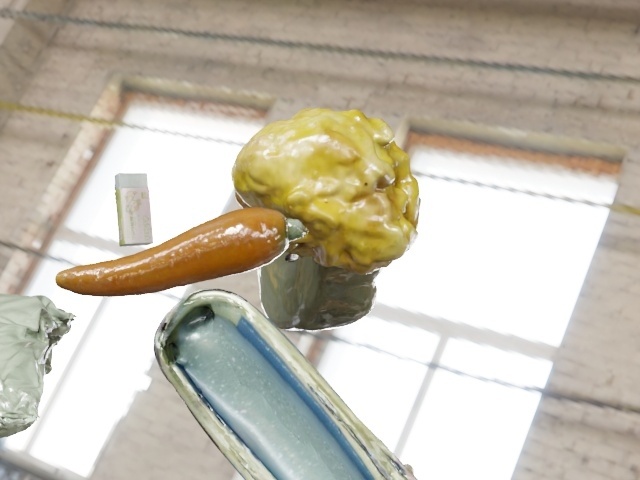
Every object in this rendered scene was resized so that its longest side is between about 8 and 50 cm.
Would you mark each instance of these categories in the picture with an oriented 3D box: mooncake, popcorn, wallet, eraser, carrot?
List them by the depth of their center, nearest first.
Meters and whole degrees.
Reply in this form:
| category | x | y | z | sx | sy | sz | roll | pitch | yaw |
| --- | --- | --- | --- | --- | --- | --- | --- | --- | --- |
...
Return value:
| category | x | y | z | sx | sy | sz | roll | pitch | yaw |
| --- | --- | --- | --- | --- | --- | --- | --- | --- | --- |
| wallet | -0.006 | 0.104 | 0.558 | 0.141 | 0.059 | 0.202 | 48 | -10 | 16 |
| carrot | -0.076 | 0.009 | 0.630 | 0.142 | 0.035 | 0.035 | -15 | -25 | -2 |
| eraser | -0.213 | -0.036 | 1.316 | 0.038 | 0.083 | 0.019 | -3 | -6 | -27 |
| popcorn | 0.000 | -0.061 | 1.364 | 0.253 | 0.191 | 0.190 | 8 | 7 | 36 |
| mooncake | 0.000 | 0.000 | 1.624 | 0.135 | 0.275 | 0.275 | 2 | -11 | -23 |

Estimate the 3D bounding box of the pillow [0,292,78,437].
| category | x | y | z | sx | sy | sz | roll | pitch | yaw |
| --- | --- | --- | --- | --- | --- | --- | --- | --- | --- |
| pillow | -0.507 | 0.173 | 1.582 | 0.310 | 0.283 | 0.138 | 1 | -61 | 4 |
